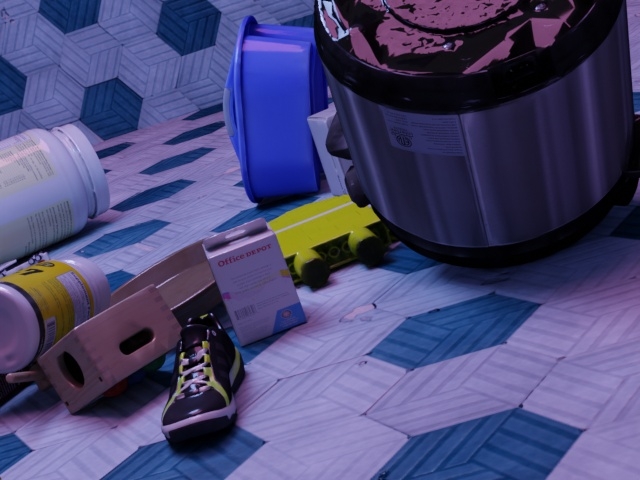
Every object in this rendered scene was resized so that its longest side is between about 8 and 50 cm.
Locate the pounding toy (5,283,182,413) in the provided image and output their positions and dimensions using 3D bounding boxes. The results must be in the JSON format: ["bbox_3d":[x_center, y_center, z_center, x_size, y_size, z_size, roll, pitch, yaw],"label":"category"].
[{"bbox_3d":[-0.291,0.164,1.615,0.181,0.094,0.206,-31,-3,-39],"label":"pounding toy"}]

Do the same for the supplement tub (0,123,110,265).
[{"bbox_3d":[-0.612,-0.085,2.617,0.325,0.235,0.235,-26,16,-26],"label":"supplement tub"}]

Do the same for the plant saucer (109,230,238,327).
[{"bbox_3d":[-0.209,0.074,1.844,0.278,0.041,0.278,-28,15,8],"label":"plant saucer"}]

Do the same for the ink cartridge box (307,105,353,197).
[{"bbox_3d":[0.100,-0.176,2.227,0.208,0.153,0.087,-24,15,-21],"label":"ink cartridge box"}]

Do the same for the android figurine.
[{"bbox_3d":[0.000,0.000,1.898,0.248,0.056,0.273,-22,17,-10],"label":"android figurine"}]

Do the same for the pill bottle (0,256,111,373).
[{"bbox_3d":[-0.373,0.092,1.732,0.119,0.119,0.208,-12,7,23],"label":"pill bottle"}]

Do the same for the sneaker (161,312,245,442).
[{"bbox_3d":[-0.143,0.146,1.461,0.084,0.097,0.235,-18,15,6],"label":"sneaker"}]

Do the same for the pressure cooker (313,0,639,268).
[{"bbox_3d":[0.197,-0.173,1.611,0.375,0.420,0.370,-31,49,-9],"label":"pressure cooker"}]

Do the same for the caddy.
[{"bbox_3d":[-0.087,-0.234,2.352,0.179,0.341,0.241,0,21,8],"label":"caddy"}]

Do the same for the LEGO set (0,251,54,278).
[{"bbox_3d":[-0.596,0.086,2.391,0.182,0.060,0.244,-35,13,-38],"label":"LEGO set"}]

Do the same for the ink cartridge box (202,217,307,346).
[{"bbox_3d":[-0.088,0.045,1.670,0.092,0.143,0.090,-20,15,-6],"label":"ink cartridge box"}]

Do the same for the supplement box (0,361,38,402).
[{"bbox_3d":[-0.469,0.179,1.797,0.130,0.073,0.239,-11,16,30],"label":"supplement box"}]

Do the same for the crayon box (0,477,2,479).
[{"bbox_3d":[-0.431,0.219,1.355,0.318,0.202,0.081,-1,23,47],"label":"crayon box"}]
